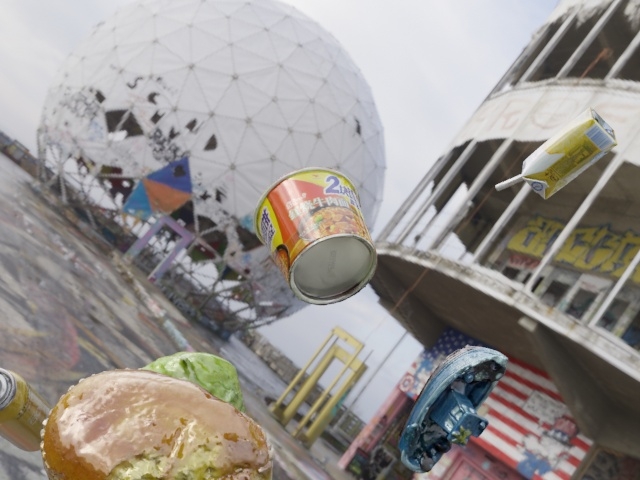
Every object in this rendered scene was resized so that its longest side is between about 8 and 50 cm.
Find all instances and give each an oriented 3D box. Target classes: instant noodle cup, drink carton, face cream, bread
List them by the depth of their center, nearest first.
[{"bbox_3d":[-0.174,0.241,0.679,0.250,0.179,0.133,23,-49,16],"label":"bread"},{"bbox_3d":[0.392,-0.127,1.053,0.074,0.200,0.084,40,35,-8],"label":"drink carton"},{"bbox_3d":[0.000,0.000,1.127,0.213,0.213,0.174,48,11,-43],"label":"instant noodle cup"},{"bbox_3d":[-0.607,0.332,1.237,0.105,0.105,0.349,37,-28,12],"label":"face cream"}]

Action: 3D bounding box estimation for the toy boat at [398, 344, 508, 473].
[{"bbox_3d":[0.123,0.156,0.574,0.060,0.137,0.061,31,6,-31],"label":"toy boat"}]

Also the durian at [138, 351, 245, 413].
[{"bbox_3d":[-0.224,0.313,0.926,0.204,0.255,0.340,-126,-153,-66],"label":"durian"}]

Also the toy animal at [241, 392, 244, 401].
[{"bbox_3d":[-0.300,0.435,1.519,0.214,0.186,0.094,-6,-35,15],"label":"toy animal"}]
